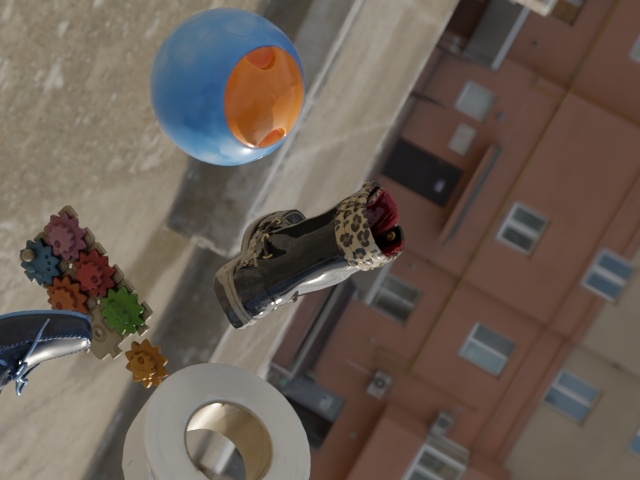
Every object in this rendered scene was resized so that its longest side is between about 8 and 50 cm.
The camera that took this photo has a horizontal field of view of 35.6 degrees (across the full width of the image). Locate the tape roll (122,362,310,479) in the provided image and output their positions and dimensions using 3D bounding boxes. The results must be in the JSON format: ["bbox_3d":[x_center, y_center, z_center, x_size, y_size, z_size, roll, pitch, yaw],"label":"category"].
[{"bbox_3d":[-0.162,0.338,1.562,0.100,0.286,0.286,-51,-177,43],"label":"tape roll"}]

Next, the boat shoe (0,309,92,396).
[{"bbox_3d":[-0.408,0.155,1.230,0.109,0.258,0.089,85,-9,-58],"label":"boat shoe"}]

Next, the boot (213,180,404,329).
[{"bbox_3d":[0.000,0.000,1.667,0.284,0.138,0.377,-25,-171,21],"label":"boot"}]

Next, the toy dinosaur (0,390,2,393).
[{"bbox_3d":[-0.575,0.253,1.280,0.200,0.295,0.127,-118,-149,-86],"label":"toy dinosaur"}]

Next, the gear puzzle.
[{"bbox_3d":[-0.383,0.119,1.689,0.175,0.339,0.044,-39,178,29],"label":"gear puzzle"}]

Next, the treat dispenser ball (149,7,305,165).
[{"bbox_3d":[-0.172,-0.283,1.844,0.288,0.288,0.288,-60,174,-10],"label":"treat dispenser ball"}]
